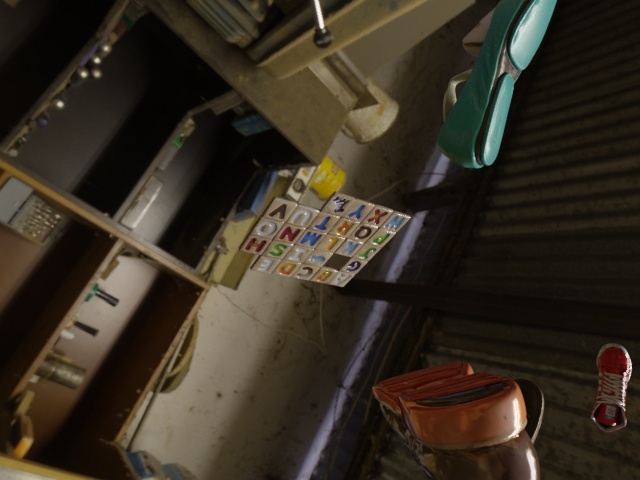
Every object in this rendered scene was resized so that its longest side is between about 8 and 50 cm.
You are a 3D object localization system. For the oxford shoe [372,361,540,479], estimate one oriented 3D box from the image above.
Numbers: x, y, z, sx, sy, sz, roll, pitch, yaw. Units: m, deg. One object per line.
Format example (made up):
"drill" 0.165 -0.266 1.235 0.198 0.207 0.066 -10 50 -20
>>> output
"oxford shoe" 0.139 0.221 0.508 0.129 0.364 0.133 -16 -102 3

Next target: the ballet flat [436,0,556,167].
"ballet flat" 0.203 -0.212 0.538 0.087 0.083 0.247 23 -86 36

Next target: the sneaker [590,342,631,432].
"sneaker" 0.393 0.203 0.600 0.042 0.119 0.067 6 -157 33

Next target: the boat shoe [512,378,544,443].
"boat shoe" 0.351 0.421 0.880 0.110 0.104 0.307 27 -98 47

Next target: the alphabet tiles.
"alphabet tiles" 0.000 0.000 0.715 0.198 0.237 0.009 -50 -138 34
